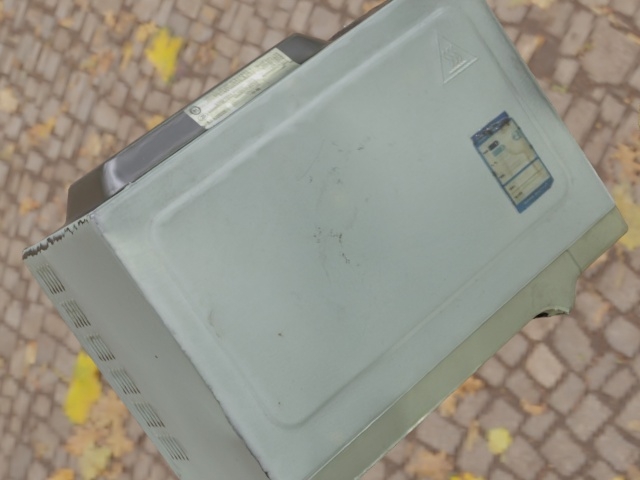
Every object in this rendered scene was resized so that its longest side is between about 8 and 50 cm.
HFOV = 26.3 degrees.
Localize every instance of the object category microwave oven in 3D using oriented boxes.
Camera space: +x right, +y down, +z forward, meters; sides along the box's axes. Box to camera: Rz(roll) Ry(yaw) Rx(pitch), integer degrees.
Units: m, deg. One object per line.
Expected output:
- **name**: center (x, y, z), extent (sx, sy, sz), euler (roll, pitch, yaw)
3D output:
- **microwave oven**: center (0.000, 0.000, 1.039), extent (0.286, 0.355, 0.218), euler (55, 155, -8)

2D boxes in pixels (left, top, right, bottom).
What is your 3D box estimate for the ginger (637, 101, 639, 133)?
- **ginger**: center (0.270, -0.052, 0.764), extent (0.193, 0.123, 0.115), euler (3, 77, 27)
